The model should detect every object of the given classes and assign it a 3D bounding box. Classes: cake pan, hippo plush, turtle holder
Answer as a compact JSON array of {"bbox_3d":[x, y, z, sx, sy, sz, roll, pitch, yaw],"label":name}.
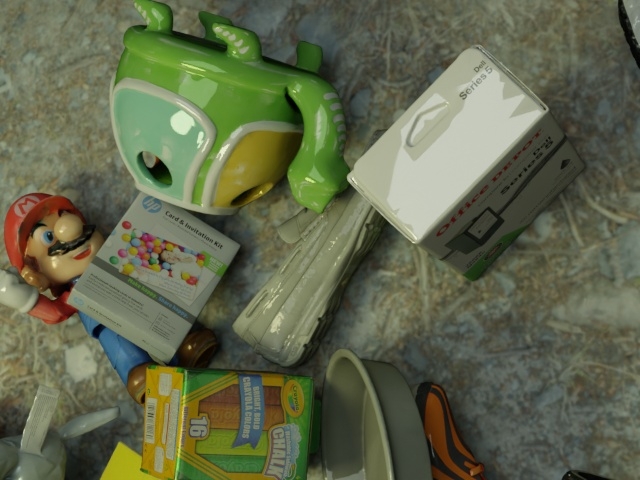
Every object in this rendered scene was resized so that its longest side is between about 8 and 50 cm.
[{"bbox_3d":[0.060,0.263,1.468,0.054,0.293,0.293,-4,77,-15],"label":"cake pan"},{"bbox_3d":[-0.446,0.289,1.617,0.236,0.234,0.294,14,81,42],"label":"hippo plush"},{"bbox_3d":[-0.104,-0.147,1.617,0.320,0.243,0.227,17,99,3],"label":"turtle holder"}]

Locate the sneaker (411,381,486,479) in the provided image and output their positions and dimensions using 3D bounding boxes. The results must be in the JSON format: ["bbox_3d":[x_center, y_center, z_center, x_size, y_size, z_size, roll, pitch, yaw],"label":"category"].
[{"bbox_3d":[0.198,0.309,1.488,0.180,0.124,0.321,-11,88,13],"label":"sneaker"}]

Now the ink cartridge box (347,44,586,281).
[{"bbox_3d":[0.170,-0.077,1.471,0.198,0.273,0.115,-46,69,7],"label":"ink cartridge box"}]

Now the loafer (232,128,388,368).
[{"bbox_3d":[0.000,0.000,1.605,0.111,0.112,0.319,30,92,13],"label":"loafer"}]

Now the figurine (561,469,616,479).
[{"bbox_3d":[0.330,0.366,1.396,0.215,0.092,0.209,15,92,-22],"label":"figurine"}]

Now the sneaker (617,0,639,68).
[{"bbox_3d":[0.424,-0.182,1.496,0.108,0.100,0.271,-19,74,10],"label":"sneaker"}]

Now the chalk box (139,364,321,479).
[{"bbox_3d":[-0.089,0.218,1.560,0.132,0.213,0.132,-5,81,64],"label":"chalk box"}]

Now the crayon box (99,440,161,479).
[{"bbox_3d":[-0.150,0.404,1.602,0.318,0.081,0.202,29,91,21],"label":"crayon box"}]

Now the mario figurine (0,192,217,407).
[{"bbox_3d":[-0.279,0.050,1.657,0.320,0.198,0.170,43,109,17],"label":"mario figurine"}]

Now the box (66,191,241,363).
[{"bbox_3d":[-0.201,0.040,1.623,0.145,0.038,0.186,32,50,-3],"label":"box"}]
